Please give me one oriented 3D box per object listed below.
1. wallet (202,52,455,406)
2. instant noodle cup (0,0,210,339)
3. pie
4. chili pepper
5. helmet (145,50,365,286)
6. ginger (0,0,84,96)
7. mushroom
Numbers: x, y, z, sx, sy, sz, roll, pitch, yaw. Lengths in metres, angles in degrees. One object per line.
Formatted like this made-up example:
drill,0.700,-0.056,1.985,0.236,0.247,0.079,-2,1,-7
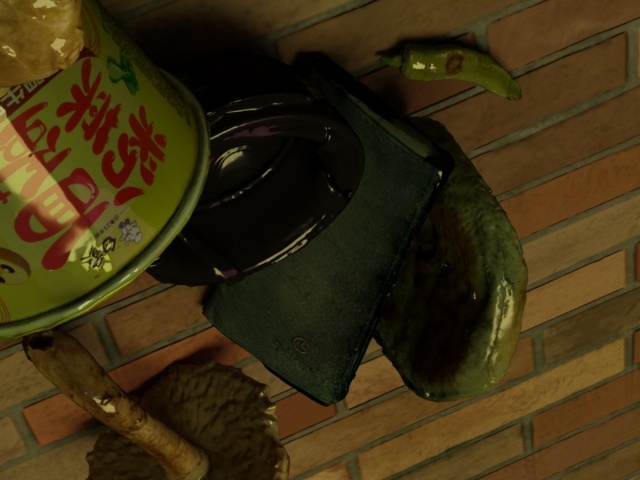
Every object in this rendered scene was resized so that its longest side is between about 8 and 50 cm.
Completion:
wallet,0.000,0.000,1.928,0.046,0.191,0.379,-37,158,-44
instant noodle cup,-0.271,-0.101,1.537,0.311,0.311,0.221,-30,135,1
pie,0.109,0.019,1.922,0.067,0.302,0.302,-8,140,-29
chili pepper,0.150,-0.170,1.932,0.208,0.043,0.049,10,117,-42
helmet,-0.096,-0.085,1.763,0.230,0.160,0.279,-34,148,6
ginger,-0.357,-0.191,1.370,0.348,0.363,0.122,-44,-172,39
mushroom,-0.193,0.229,2.034,0.302,0.233,0.208,9,121,-44
